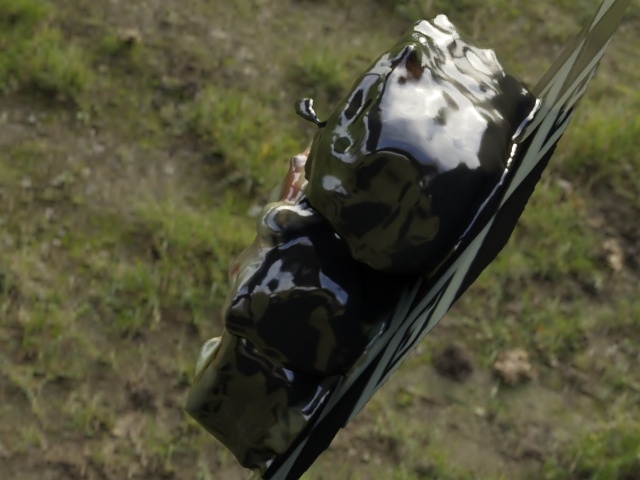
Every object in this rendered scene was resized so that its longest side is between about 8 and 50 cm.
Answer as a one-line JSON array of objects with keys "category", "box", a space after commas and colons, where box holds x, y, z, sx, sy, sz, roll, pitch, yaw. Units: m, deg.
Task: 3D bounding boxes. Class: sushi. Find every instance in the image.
[{"category": "sushi", "box": [0.000, 0.000, 0.803, 0.100, 0.373, 0.296, 35, 42, -2]}]
